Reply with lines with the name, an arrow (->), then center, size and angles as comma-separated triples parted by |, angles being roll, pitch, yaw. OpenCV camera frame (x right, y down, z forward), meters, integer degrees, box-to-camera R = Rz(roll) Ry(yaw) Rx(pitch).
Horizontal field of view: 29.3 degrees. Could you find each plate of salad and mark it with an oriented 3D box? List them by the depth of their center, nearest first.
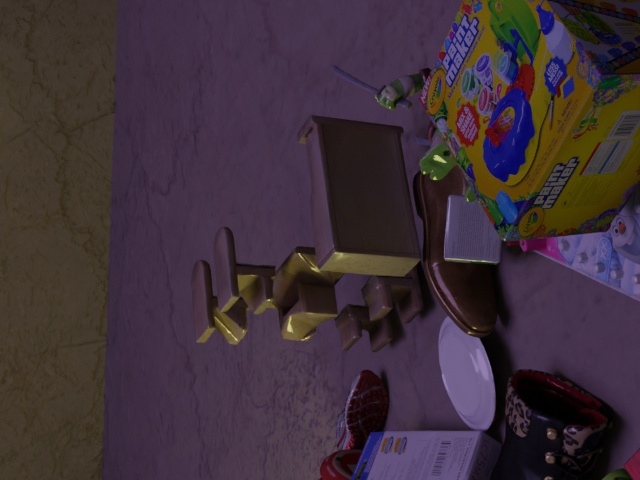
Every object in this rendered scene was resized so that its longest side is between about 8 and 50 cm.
plate of salad -> 0.250, 0.218, 2.030 | 0.200, 0.048, 0.200 | 168, 90, -72

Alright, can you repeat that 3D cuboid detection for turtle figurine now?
turtle figurine -> 0.180, -0.166, 1.870 | 0.266, 0.274, 0.198 | -91, -20, -46

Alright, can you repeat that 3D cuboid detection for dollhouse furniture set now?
dollhouse furniture set -> 0.000, 0.000, 2.129 | 0.394, 0.362, 0.256 | 130, 139, -54

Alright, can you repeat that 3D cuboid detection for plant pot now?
plant pot -> 0.069, 0.496, 2.295 | 0.191, 0.191, 0.174 | 36, 120, 55

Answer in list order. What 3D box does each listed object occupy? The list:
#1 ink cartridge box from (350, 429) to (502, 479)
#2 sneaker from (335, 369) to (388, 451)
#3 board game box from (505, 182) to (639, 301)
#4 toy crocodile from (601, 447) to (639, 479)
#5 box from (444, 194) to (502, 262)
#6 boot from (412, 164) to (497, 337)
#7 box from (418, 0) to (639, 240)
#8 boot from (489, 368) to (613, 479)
ink cartridge box -> 0.162, 0.419, 2.089 | 0.311, 0.065, 0.186 | -10, 51, 53
sneaker -> 0.066, 0.345, 2.372 | 0.093, 0.088, 0.225 | -128, 42, -51
board game box -> 0.392, -0.125, 1.674 | 0.390, 0.050, 0.390 | 31, 123, 57
toy crocodile -> 0.433, 0.305, 1.573 | 0.340, 0.105, 0.115 | -59, 40, 20
box -> 0.235, -0.016, 1.875 | 0.101, 0.087, 0.102 | 20, -105, -83
boot -> 0.234, 0.002, 1.962 | 0.115, 0.112, 0.305 | -34, 63, 48
box -> 0.302, -0.201, 1.586 | 0.279, 0.177, 0.290 | 65, 147, 35
boot -> 0.360, 0.383, 1.762 | 0.377, 0.138, 0.284 | -134, 45, -58
